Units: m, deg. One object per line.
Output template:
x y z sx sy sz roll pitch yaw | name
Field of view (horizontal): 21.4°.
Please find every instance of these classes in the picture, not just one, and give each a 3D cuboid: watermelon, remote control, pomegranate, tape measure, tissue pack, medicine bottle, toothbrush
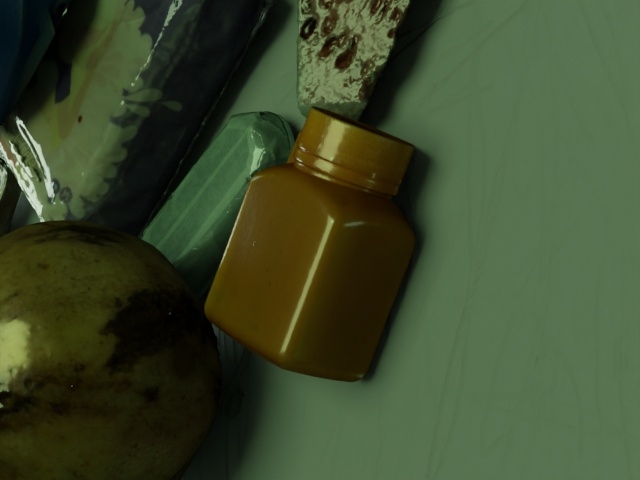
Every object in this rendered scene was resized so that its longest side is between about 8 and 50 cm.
0.039 -0.212 1.587 0.154 0.094 0.241 18 94 39 | watermelon
-0.108 -0.031 1.711 0.247 0.052 0.104 -50 47 29 | remote control
-0.245 0.132 1.638 0.322 0.322 0.322 -16 68 44 | pomegranate
-0.370 -0.256 1.841 0.262 0.138 0.259 -57 21 25 | tape measure
-0.209 -0.182 1.805 0.344 0.125 0.242 -59 42 20 | tissue pack
0.001 0.000 1.534 0.149 0.112 0.222 28 100 48 | medicine bottle
-0.060 0.082 1.651 0.017 0.014 0.194 24 97 48 | toothbrush

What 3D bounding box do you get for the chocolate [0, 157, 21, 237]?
-0.437 0.008 2.034 0.161 0.083 0.261 25 99 31 | chocolate
